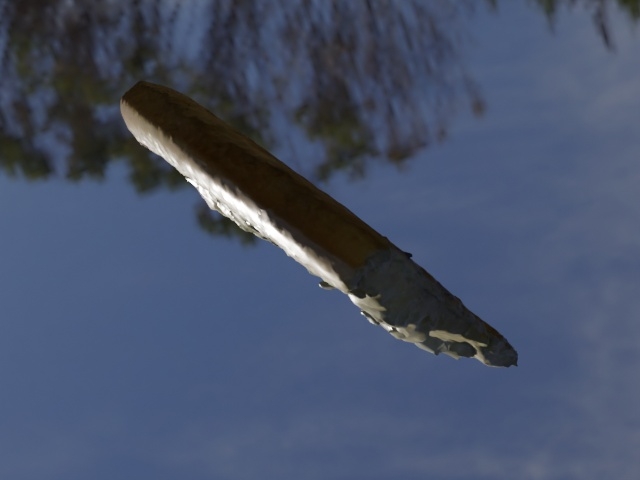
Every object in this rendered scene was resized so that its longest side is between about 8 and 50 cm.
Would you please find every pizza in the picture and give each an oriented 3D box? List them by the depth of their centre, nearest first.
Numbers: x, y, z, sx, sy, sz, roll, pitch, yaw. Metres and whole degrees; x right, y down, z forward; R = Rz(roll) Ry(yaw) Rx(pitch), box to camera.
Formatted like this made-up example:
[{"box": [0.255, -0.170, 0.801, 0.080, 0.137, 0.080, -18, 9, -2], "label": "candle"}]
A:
[{"box": [0.000, 0.000, 0.823, 0.181, 0.262, 0.034, 35, -91, 34], "label": "pizza"}]
